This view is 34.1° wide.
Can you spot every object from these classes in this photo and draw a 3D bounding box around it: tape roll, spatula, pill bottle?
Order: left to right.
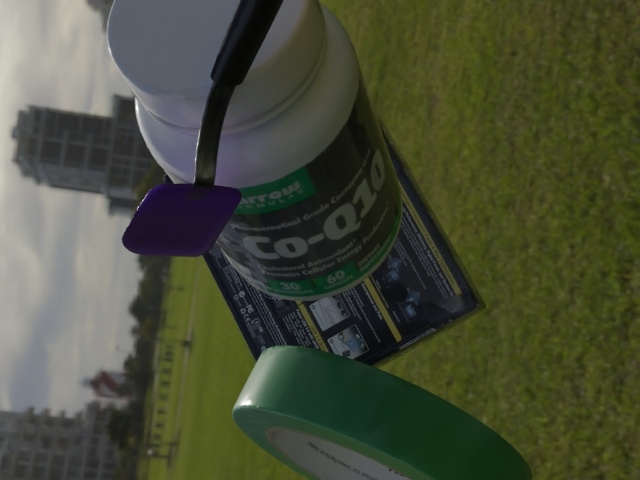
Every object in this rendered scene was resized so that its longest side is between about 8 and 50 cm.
[{"bbox_3d":[-0.076,-0.094,0.774,0.030,0.084,0.296,57,134,42],"label":"spatula"},{"bbox_3d":[-0.049,-0.103,0.976,0.361,0.204,0.204,62,-152,-59],"label":"pill bottle"},{"bbox_3d":[0.063,0.225,1.122,0.077,0.321,0.321,-63,1,-22],"label":"tape roll"}]

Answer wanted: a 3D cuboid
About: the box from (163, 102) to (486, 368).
[{"bbox_3d":[0.000,0.000,1.485,0.395,0.318,0.097,61,-167,12],"label":"box"}]
